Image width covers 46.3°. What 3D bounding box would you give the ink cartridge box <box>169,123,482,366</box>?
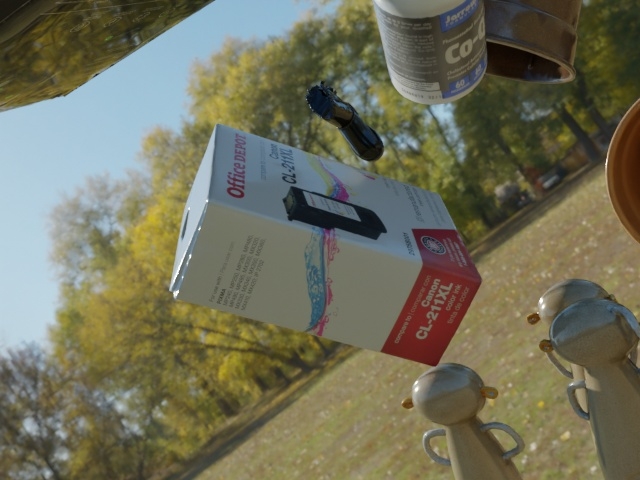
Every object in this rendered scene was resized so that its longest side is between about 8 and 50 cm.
[{"bbox_3d":[0.000,0.000,0.494,0.127,0.175,0.072,-100,30,-60],"label":"ink cartridge box"}]

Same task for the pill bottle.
[{"bbox_3d":[0.078,-0.169,0.537,0.078,0.078,0.137,-36,-31,-6],"label":"pill bottle"}]

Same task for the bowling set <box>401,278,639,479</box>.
[{"bbox_3d":[0.209,0.070,0.488,0.287,0.154,0.200,-16,18,33],"label":"bowling set"}]

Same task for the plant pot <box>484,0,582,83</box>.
[{"bbox_3d":[0.206,-0.269,0.790,0.167,0.167,0.165,-7,-69,-78],"label":"plant pot"}]

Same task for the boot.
[{"bbox_3d":[0.034,-0.171,1.079,0.045,0.121,0.099,-40,-26,17],"label":"boot"}]

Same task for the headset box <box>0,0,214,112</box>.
[{"bbox_3d":[-0.191,-0.178,0.479,0.283,0.131,0.246,-23,11,27],"label":"headset box"}]

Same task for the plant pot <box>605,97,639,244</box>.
[{"bbox_3d":[0.598,-0.114,1.123,0.291,0.290,0.203,-40,-11,31],"label":"plant pot"}]
